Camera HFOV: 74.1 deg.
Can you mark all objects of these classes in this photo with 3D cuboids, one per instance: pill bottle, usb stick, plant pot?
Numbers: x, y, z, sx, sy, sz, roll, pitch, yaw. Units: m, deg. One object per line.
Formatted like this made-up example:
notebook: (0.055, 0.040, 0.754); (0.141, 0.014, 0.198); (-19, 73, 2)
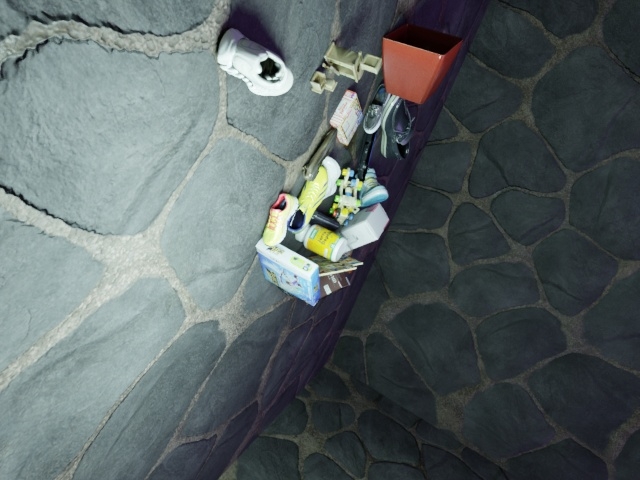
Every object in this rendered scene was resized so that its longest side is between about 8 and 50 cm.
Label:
pill bottle: (0.000, 0.000, 1.850); (0.118, 0.208, 0.118); (-54, 160, -30)
usb stick: (0.008, -0.090, 1.912); (0.278, 0.077, 0.045); (20, 64, -63)
plant pot: (0.417, -0.751, 1.827); (0.267, 0.267, 0.236); (-47, 155, -40)

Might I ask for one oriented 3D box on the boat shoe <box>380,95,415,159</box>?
boat shoe: (0.419, -0.602, 2.263); (0.187, 0.155, 0.500); (-55, 160, -18)

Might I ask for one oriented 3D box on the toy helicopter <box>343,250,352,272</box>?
toy helicopter: (0.124, 0.052, 2.417); (0.235, 0.140, 0.355); (-66, 160, 3)

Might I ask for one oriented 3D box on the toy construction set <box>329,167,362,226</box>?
toy construction set: (0.120, -0.189, 2.058); (0.328, 0.151, 0.215); (78, 19, -72)

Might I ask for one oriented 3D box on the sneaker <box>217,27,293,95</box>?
sneaker: (-0.129, -0.412, 1.042); (0.110, 0.118, 0.292); (-69, 163, 13)

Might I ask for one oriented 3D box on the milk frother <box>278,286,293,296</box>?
milk frother: (-0.127, 0.196, 2.004); (0.135, 0.129, 0.143); (-58, -155, -14)

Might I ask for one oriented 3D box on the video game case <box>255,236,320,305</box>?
video game case: (-0.120, 0.124, 1.635); (0.061, 0.244, 0.270); (-53, 160, -26)

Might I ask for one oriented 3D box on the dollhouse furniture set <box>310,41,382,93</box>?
dollhouse furniture set: (0.087, -0.523, 1.380); (0.161, 0.181, 0.101); (-62, 163, -4)

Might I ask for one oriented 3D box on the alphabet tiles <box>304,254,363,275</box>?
alphabet tiles: (0.009, 0.102, 1.843); (0.342, 0.284, 0.011); (-159, -119, -69)

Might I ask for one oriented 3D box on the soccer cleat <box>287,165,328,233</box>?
soccer cleat: (-0.049, -0.155, 1.664); (0.289, 0.093, 0.121); (-64, 176, 10)

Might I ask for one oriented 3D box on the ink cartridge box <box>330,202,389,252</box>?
ink cartridge box: (0.183, -0.055, 2.163); (0.282, 0.117, 0.207); (-24, -162, 38)

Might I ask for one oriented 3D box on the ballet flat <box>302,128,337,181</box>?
ballet flat: (-0.003, -0.335, 1.631); (0.250, 0.058, 0.084); (-62, 167, -17)

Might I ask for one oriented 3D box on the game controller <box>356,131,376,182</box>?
game controller: (0.231, -0.432, 2.003); (0.166, 0.067, 0.320); (70, 34, -64)

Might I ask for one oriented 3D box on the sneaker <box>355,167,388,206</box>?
sneaker: (0.249, -0.289, 2.150); (0.319, 0.127, 0.209); (157, -75, -80)

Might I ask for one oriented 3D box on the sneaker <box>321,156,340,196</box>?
sneaker: (0.016, -0.245, 1.751); (0.115, 0.090, 0.232); (-48, 157, -30)

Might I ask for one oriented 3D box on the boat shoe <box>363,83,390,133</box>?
boat shoe: (0.253, -0.601, 1.918); (0.229, 0.080, 0.076); (-63, 157, -1)

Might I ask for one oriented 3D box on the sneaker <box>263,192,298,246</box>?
sneaker: (-0.159, -0.080, 1.524); (0.209, 0.081, 0.094); (-67, 156, -8)

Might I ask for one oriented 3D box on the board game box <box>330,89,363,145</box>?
board game box: (0.110, -0.493, 1.718); (0.147, 0.045, 0.193); (-61, 163, -4)

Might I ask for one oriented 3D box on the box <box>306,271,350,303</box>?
box: (0.010, 0.194, 2.103); (0.203, 0.169, 0.167); (-28, 170, 16)
